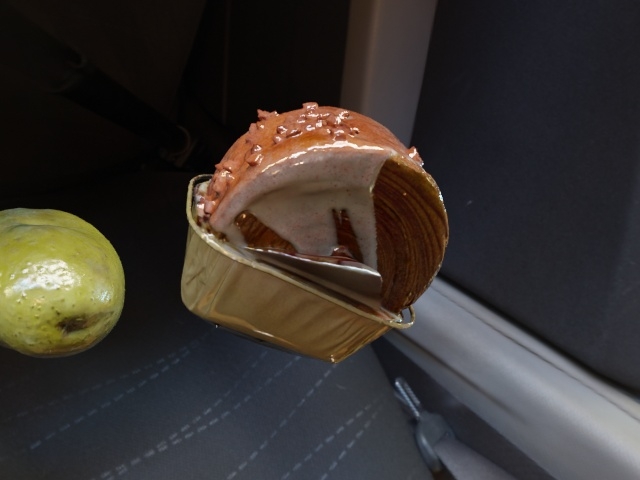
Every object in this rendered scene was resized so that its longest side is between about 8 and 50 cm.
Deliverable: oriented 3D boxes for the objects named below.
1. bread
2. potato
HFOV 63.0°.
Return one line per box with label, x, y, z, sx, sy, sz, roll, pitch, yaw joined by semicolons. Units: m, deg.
bread;0.000;0.000;0.440;0.224;0.142;0.212;25;119;-24
potato;-0.304;0.044;0.564;0.169;0.248;0.143;-11;112;-35
